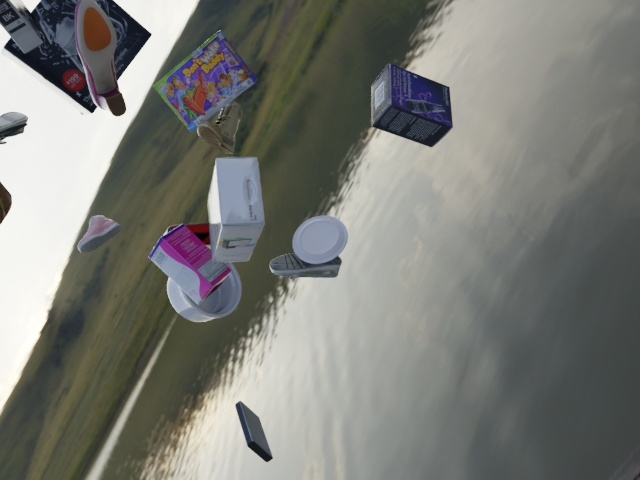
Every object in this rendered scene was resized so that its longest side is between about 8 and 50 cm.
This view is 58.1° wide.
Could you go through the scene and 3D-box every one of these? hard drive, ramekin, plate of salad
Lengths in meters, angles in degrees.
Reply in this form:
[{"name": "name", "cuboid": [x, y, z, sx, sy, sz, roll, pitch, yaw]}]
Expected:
[{"name": "hard drive", "cuboid": [-0.166, 0.469, 1.420, 0.022, 0.094, 0.135, -35, 36, 0]}, {"name": "ramekin", "cuboid": [-0.456, 0.183, 2.236, 0.135, 0.277, 0.277, -30, 30, 40]}, {"name": "plate of salad", "cuboid": [0.000, 0.000, 2.016, 0.048, 0.199, 0.200, 65, -139, -54]}]

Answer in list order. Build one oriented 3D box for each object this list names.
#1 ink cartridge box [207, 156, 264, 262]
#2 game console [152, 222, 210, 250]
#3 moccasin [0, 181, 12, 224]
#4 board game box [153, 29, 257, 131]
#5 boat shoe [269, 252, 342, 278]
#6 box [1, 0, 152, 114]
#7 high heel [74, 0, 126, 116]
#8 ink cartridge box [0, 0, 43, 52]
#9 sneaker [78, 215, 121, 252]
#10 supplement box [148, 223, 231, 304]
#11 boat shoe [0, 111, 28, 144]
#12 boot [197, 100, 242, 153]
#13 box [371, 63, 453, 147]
[{"name": "ink cartridge box", "cuboid": [-0.242, -0.079, 1.605, 0.278, 0.116, 0.202, 125, 140, -63]}, {"name": "game console", "cuboid": [-0.446, -0.009, 2.216, 0.386, 0.341, 0.060, 150, 117, -62]}, {"name": "moccasin", "cuboid": [-0.892, -0.183, 1.353, 0.139, 0.380, 0.147, -30, 33, -9]}, {"name": "board game box", "cuboid": [-0.460, -0.631, 2.303, 0.347, 0.233, 0.078, -32, 20, 21]}, {"name": "boat shoe", "cuboid": [-0.064, 0.123, 2.494, 0.118, 0.320, 0.103, -121, 34, -50]}, {"name": "box", "cuboid": [-0.795, -0.644, 1.887, 0.343, 0.312, 0.179, -58, 31, -9]}, {"name": "high heel", "cuboid": [-0.465, -0.383, 1.195, 0.082, 0.117, 0.244, -31, -45, -23]}, {"name": "ink cartridge box", "cuboid": [-0.807, -0.628, 1.380, 0.065, 0.333, 0.165, -32, 53, -3]}, {"name": "sneaker", "cuboid": [-0.605, -0.021, 1.535, 0.134, 0.070, 0.051, -43, -17, -45]}, {"name": "supplement box", "cuboid": [-0.407, 0.074, 1.804, 0.111, 0.220, 0.114, -47, -3, 38]}, {"name": "boat shoe", "cuboid": [-1.103, -0.374, 1.960, 0.255, 0.095, 0.079, -65, -2, -62]}, {"name": "boot", "cuboid": [-0.411, -0.496, 2.397, 0.262, 0.095, 0.204, 37, -114, -67]}, {"name": "box", "cuboid": [0.255, -0.375, 1.613, 0.108, 0.206, 0.153, 135, 142, -54]}]
